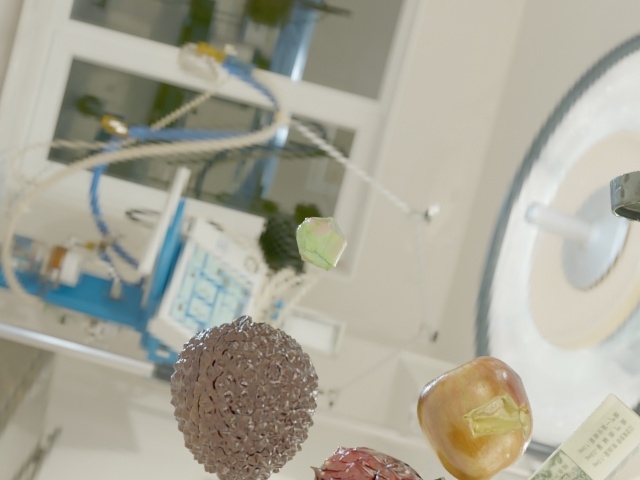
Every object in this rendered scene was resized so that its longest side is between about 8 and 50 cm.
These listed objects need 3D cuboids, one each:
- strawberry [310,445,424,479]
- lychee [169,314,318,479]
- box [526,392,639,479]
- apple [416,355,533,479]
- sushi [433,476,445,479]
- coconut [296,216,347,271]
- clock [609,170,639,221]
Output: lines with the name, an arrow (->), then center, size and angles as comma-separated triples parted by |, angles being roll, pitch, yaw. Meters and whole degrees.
strawberry -> 0.101, 0.369, 1.683 | 0.150, 0.280, 0.253 | -60, 157, 1
lychee -> -0.149, 0.304, 2.496 | 0.306, 0.306, 0.330 | 101, -7, -66
box -> 0.296, 0.312, 1.595 | 0.256, 0.069, 0.164 | -46, 162, -2
apple -> 0.240, 0.283, 1.999 | 0.199, 0.199, 0.199 | 15, 90, -88
sushi -> 0.107, 0.611, 2.086 | 0.064, 0.343, 0.359 | 65, 4, -66
coconut -> 0.000, 0.000, 2.021 | 0.083, 0.082, 0.081 | 58, 54, -72
clock -> 0.486, -0.053, 1.684 | 0.215, 0.214, 0.042 | 93, 1, -82
